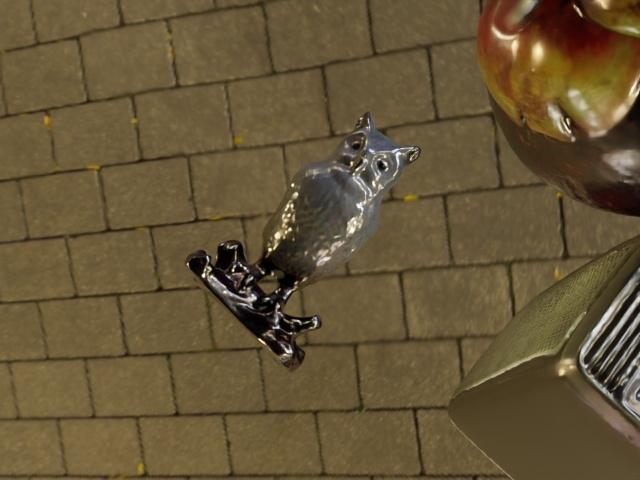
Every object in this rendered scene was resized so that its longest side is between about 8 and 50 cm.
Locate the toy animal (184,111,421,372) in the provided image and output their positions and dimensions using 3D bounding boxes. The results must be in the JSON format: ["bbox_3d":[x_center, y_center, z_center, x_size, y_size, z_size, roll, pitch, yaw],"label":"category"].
[{"bbox_3d":[0.003,-0.002,0.675,0.121,0.117,0.210,45,91,10],"label":"toy animal"}]

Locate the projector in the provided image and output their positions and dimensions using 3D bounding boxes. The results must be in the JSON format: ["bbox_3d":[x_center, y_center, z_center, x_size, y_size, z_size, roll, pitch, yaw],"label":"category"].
[{"bbox_3d":[0.401,0.222,0.942,0.395,0.405,0.242,42,70,7],"label":"projector"}]

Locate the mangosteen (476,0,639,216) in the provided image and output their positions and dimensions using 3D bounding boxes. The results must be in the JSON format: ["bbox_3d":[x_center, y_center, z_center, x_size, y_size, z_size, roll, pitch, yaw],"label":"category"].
[{"bbox_3d":[0.298,-0.227,0.736,0.435,0.382,0.382,29,109,-26],"label":"mangosteen"}]
